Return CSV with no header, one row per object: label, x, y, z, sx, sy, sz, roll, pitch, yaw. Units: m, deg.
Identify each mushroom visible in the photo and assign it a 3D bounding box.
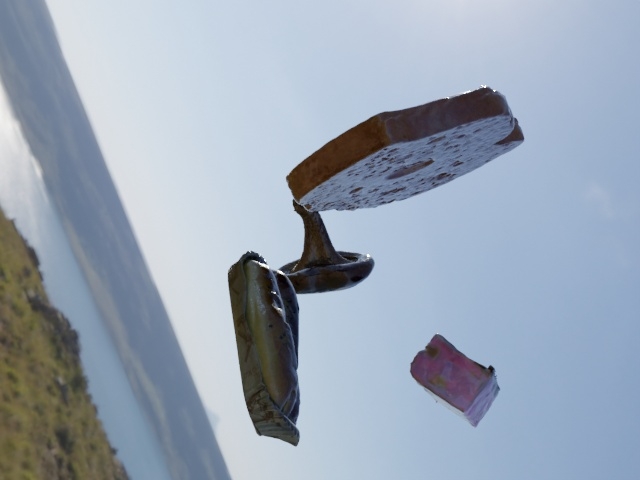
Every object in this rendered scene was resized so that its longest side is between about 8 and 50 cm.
mushroom,0.000,0.000,1.749,0.148,0.227,0.217,-139,-139,-70

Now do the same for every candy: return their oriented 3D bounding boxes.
candy,0.292,0.302,1.768,0.155,0.116,0.265,32,-8,23

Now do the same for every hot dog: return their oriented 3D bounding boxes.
hot dog,-0.065,0.135,1.075,0.162,0.082,0.270,71,6,-54

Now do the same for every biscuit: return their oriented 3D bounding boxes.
biscuit,0.132,-0.131,1.273,0.078,0.349,0.455,66,15,10
